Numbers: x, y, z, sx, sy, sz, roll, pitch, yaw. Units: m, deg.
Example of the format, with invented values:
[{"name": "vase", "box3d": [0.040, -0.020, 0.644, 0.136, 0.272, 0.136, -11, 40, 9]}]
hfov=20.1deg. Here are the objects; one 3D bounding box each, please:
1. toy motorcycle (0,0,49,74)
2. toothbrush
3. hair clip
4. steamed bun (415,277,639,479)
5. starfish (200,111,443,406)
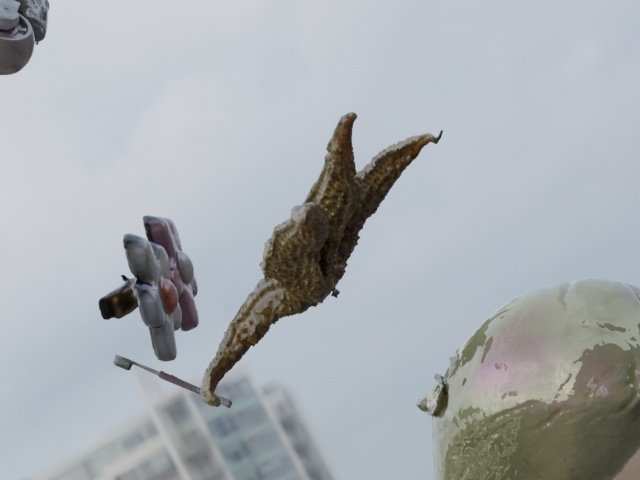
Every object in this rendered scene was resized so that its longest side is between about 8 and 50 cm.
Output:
[{"name": "toy motorcycle", "box3d": [-0.341, -0.261, 1.900, 0.112, 0.254, 0.112, -11, -46, -12]}, {"name": "toothbrush", "box3d": [-0.217, 0.205, 2.634, 0.014, 0.194, 0.017, 60, -129, -69]}, {"name": "hair clip", "box3d": [-0.179, 0.049, 1.988, 0.075, 0.146, 0.257, -20, 8, 16]}, {"name": "steamed bun", "box3d": [0.172, 0.126, 1.450, 0.239, 0.152, 0.170, -57, 7, 46]}, {"name": "starfish", "box3d": [0.010, -0.010, 1.759, 0.301, 0.084, 0.293, -43, -13, -45]}]
